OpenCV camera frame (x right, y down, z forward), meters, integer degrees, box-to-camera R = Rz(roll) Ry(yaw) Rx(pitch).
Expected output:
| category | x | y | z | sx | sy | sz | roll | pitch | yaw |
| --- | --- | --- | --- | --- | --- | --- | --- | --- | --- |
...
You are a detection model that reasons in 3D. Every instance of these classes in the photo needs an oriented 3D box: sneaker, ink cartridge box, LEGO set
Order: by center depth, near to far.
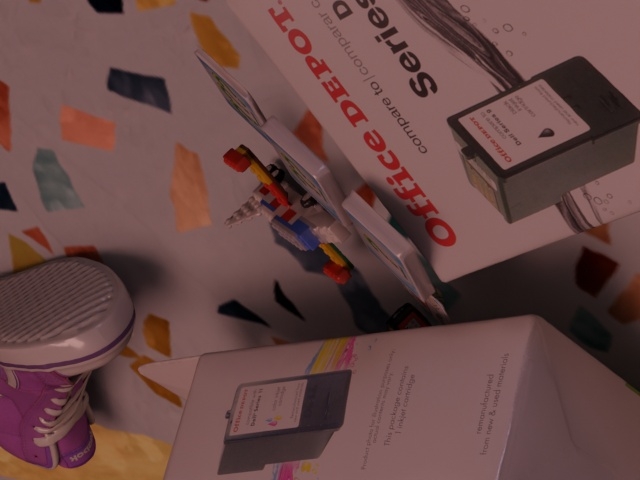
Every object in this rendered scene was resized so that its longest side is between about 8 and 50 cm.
| category | x | y | z | sx | sy | sz | roll | pitch | yaw |
| --- | --- | --- | --- | --- | --- | --- | --- | --- | --- |
| ink cartridge box | 0.123 | -0.121 | 0.900 | 0.289 | 0.121 | 0.211 | -24 | 108 | 47 |
| LEGO set | 0.000 | 0.000 | 1.080 | 0.182 | 0.060 | 0.244 | 44 | 175 | 22 |
| ink cartridge box | 0.044 | 0.156 | 1.153 | 0.353 | 0.119 | 0.207 | -10 | 145 | 43 |
| sneaker | -0.198 | 0.104 | 1.382 | 0.282 | 0.102 | 0.161 | -6 | 125 | 54 |
